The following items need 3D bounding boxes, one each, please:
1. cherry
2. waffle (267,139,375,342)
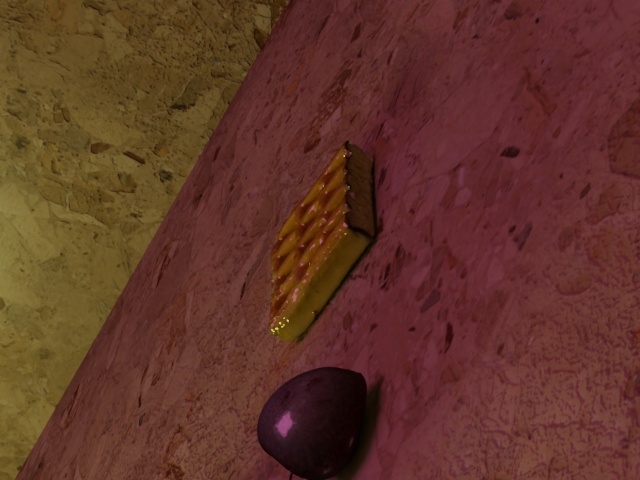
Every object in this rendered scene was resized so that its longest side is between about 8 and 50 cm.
[{"bbox_3d":[0.007,0.214,1.396,0.148,0.115,0.188,-27,16,-18],"label":"cherry"},{"bbox_3d":[0.000,0.000,1.821,0.221,0.055,0.248,-54,19,29],"label":"waffle"}]
